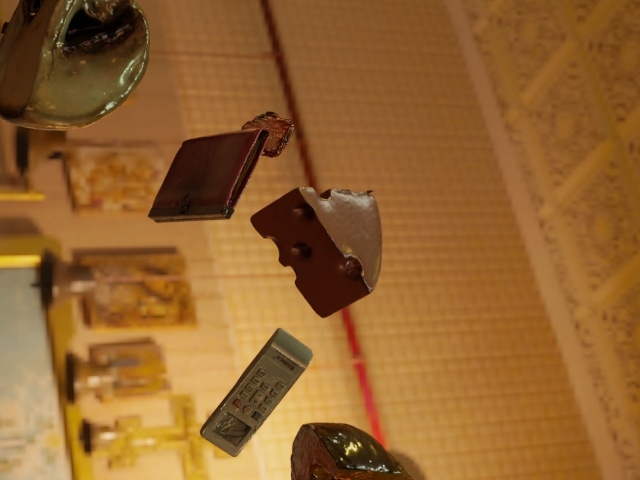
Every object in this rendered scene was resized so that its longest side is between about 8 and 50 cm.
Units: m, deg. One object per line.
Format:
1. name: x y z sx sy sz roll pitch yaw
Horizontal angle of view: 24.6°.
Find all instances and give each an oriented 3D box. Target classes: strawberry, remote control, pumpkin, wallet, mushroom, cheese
1. strawberry: -0.095 -0.184 2.645 0.152 0.104 0.048 -113 -173 -56
2. remote control: -0.078 0.183 1.778 0.162 0.061 0.029 -51 -156 2
3. pumpkin: 0.053 0.359 2.361 0.312 0.169 0.148 106 -36 -58
4. wallet: -0.138 -0.078 1.791 0.232 0.025 0.119 -1 -119 62
5. mushroom: -0.395 -0.310 2.310 0.217 0.212 0.292 4 -92 62
6. cheese: 0.017 0.020 2.306 0.128 0.203 0.177 -30 -109 34
